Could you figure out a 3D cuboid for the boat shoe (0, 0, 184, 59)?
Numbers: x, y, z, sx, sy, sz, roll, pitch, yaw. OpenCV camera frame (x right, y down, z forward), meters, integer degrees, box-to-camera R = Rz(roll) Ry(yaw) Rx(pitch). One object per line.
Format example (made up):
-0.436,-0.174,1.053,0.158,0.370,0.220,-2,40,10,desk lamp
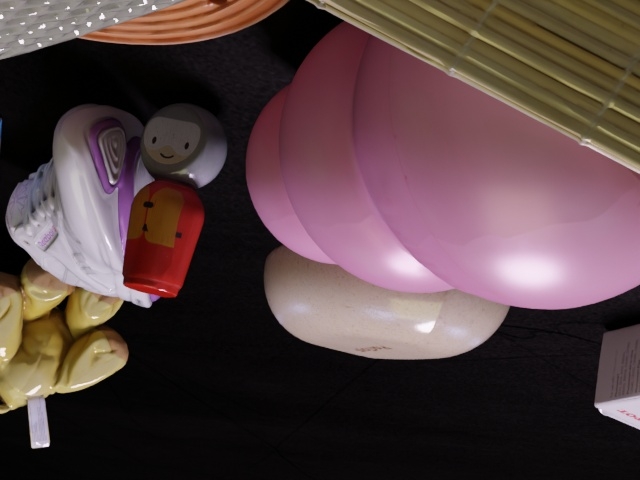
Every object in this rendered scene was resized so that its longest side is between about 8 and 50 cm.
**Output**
0.004,-0.191,0.385,0.499,0.156,0.187,-14,-179,13,boat shoe

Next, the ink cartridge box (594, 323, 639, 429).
0.382,0.128,1.028,0.148,0.086,0.203,25,154,-26,ink cartridge box

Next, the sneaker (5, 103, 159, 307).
-0.213,-0.021,0.954,0.152,0.114,0.305,11,156,1,sneaker

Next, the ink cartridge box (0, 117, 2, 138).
-0.349,-0.062,0.994,0.104,0.062,0.181,17,156,-10,ink cartridge box

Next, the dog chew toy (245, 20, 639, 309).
0.070,-0.058,0.653,0.206,0.207,0.331,27,159,-30,dog chew toy

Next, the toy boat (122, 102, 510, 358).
0.000,0.000,0.884,0.318,0.148,0.267,16,168,-21,toy boat

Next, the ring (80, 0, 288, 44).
-0.156,-0.218,0.603,0.336,0.032,0.337,11,155,5,ring

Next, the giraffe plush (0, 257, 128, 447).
-0.322,0.104,1.254,0.181,0.210,0.170,11,-169,-23,giraffe plush

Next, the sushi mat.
0.148,-0.109,0.476,0.316,0.151,0.019,28,-179,2,sushi mat
